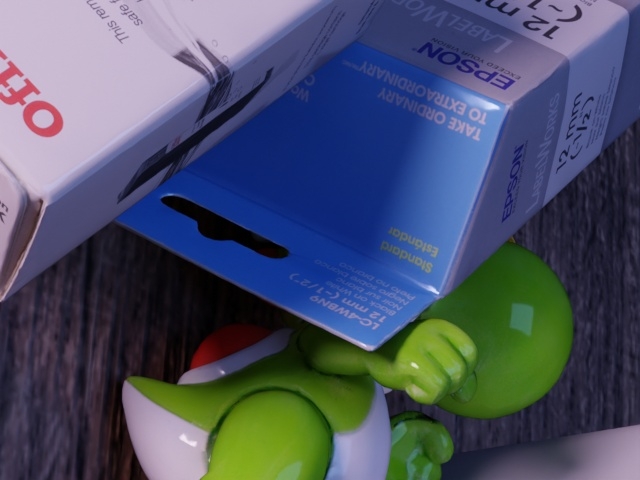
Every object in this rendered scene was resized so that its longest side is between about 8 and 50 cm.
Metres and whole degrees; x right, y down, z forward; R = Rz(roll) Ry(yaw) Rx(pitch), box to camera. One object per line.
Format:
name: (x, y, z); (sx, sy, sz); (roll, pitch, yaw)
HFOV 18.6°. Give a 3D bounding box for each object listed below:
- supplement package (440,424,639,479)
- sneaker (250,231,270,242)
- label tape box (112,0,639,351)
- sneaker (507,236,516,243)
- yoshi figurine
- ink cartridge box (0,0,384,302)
supplement package: (0.141, 0.228, 1.150); (0.204, 0.262, 0.145); (-48, 115, -44)
sneaker: (0.000, 0.000, 1.231); (0.098, 0.038, 0.069); (-32, 102, -46)
label tape box: (0.026, -0.104, 1.128); (0.348, 0.249, 0.115); (-37, 145, -47)
sneaker: (0.111, 0.002, 1.331); (0.064, 0.067, 0.175); (-1, 78, -46)
yoshi figurine: (0.037, 0.102, 1.117); (0.203, 0.203, 0.362); (54, 49, -30)
ink cartridge box: (-0.114, -0.131, 0.946); (0.197, 0.114, 0.273); (46, 57, 8)
